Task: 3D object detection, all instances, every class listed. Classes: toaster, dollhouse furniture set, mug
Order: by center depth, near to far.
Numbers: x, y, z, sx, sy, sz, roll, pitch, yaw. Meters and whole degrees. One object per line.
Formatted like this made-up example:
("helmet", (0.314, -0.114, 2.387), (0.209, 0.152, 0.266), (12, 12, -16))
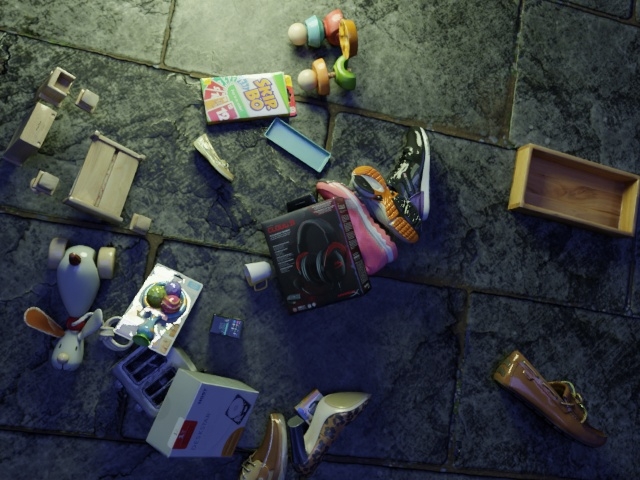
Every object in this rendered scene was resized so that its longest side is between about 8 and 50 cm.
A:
("toaster", (-0.411, 0.334, 1.288), (0.185, 0.110, 0.168), (-38, 94, -13))
("dollhouse furniture set", (-0.599, -0.211, 1.334), (0.355, 0.173, 0.303), (29, 64, -37))
("mug", (-0.170, 0.092, 1.395), (0.064, 0.078, 0.062), (-17, 56, -22))

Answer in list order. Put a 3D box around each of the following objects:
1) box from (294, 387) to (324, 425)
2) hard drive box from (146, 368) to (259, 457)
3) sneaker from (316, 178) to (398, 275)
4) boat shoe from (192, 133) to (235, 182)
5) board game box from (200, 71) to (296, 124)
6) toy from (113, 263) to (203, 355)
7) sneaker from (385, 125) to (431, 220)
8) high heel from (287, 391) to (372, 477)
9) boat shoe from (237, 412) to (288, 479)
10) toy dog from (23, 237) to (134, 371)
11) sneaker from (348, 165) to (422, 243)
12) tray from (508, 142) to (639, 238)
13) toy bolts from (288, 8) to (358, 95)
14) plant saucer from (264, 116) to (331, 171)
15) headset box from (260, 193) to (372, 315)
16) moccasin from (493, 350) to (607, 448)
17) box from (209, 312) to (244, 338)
("box", (0.002, 0.487, 1.405), (0.081, 0.028, 0.136), (-41, 92, -13))
("hard drive box", (-0.282, 0.429, 1.247), (0.089, 0.232, 0.181), (17, 80, 35))
("sneaker", (0.080, -0.034, 1.418), (0.136, 0.116, 0.314), (-42, 94, -16))
("boat shoe", (-0.285, -0.223, 1.393), (0.048, 0.056, 0.153), (-43, 87, -8))
("board game box", (-0.200, -0.405, 1.439), (0.259, 0.039, 0.124), (-9, 88, -15))
("toy", (-0.394, 0.157, 1.272), (0.136, 0.056, 0.237), (28, 45, -9))
("sneaker", (0.250, -0.198, 1.483), (0.124, 0.107, 0.284), (0, 85, -6))
("high heel", (0.033, 0.520, 1.372), (0.261, 0.093, 0.186), (-15, 112, -26))
("boat shoe", (-0.156, 0.614, 1.315), (0.116, 0.123, 0.325), (10, 81, -9))
("toy dog", (-0.597, 0.147, 1.238), (0.220, 0.161, 0.334), (-14, 88, -13))
("sneaker", (0.179, -0.089, 1.441), (0.099, 0.121, 0.262), (-36, 81, -24))
("tray", (0.809, -0.151, 1.611), (0.410, 0.076, 0.203), (13, 82, -11))
("toy bolts", (-0.001, -0.547, 1.420), (0.158, 0.218, 0.229), (-12, 70, -7))
("plant saucer", (-0.065, -0.274, 1.463), (0.192, 0.018, 0.067), (33, 79, -7))
("headset box", (-0.014, 0.026, 1.353), (0.218, 0.110, 0.293), (-17, 90, 17))
("moccasin", (0.697, 0.472, 1.509), (0.380, 0.139, 0.147), (39, 87, 3))
("box", (-0.251, 0.228, 1.355), (0.083, 0.062, 0.052), (14, 81, -11))
